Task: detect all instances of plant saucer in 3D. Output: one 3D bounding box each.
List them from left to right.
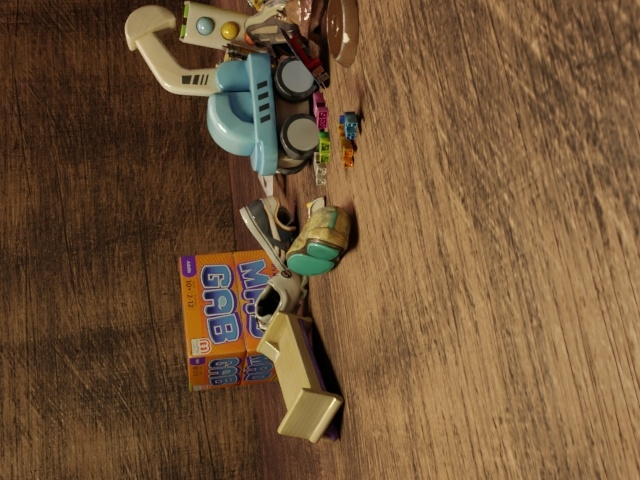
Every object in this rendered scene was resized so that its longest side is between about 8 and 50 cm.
[{"bbox_3d":[0.040,-0.433,1.383,0.168,0.029,0.168,175,90,-78],"label":"plant saucer"}]

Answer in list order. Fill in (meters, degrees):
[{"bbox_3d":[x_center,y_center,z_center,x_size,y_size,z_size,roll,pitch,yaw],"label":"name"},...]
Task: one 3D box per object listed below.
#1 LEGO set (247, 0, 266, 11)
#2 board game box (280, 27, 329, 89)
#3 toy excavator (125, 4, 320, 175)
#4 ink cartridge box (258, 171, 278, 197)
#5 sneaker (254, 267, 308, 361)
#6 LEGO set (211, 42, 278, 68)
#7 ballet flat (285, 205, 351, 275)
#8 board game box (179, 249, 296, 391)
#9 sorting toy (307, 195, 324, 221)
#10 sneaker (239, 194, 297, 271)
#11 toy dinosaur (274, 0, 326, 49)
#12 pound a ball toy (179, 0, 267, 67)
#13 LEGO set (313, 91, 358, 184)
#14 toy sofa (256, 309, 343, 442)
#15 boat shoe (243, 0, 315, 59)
[{"bbox_3d":[-0.187,-0.794,2.178,0.132,0.107,0.287,52,-178,-33],"label":"LEGO set"},{"bbox_3d":[-0.028,-0.423,1.564,0.169,0.033,0.133,47,-165,-34],"label":"board game box"},{"bbox_3d":[-0.242,-0.370,1.707,0.222,0.445,0.433,154,110,-76],"label":"toy excavator"},{"bbox_3d":[-0.156,-0.272,2.245,0.275,0.060,0.239,-118,26,-60],"label":"ink cartridge box"},{"bbox_3d":[-0.145,0.229,2.022,0.122,0.146,0.331,31,122,33],"label":"sneaker"},{"bbox_3d":[-0.260,-0.459,2.168,0.255,0.192,0.331,-100,29,-44],"label":"LEGO set"},{"bbox_3d":[0.000,0.000,1.579,0.348,0.123,0.123,131,133,-73],"label":"ballet flat"},{"bbox_3d":[-0.288,0.275,2.356,0.356,0.356,0.356,107,154,-60],"label":"board game box"},{"bbox_3d":[-0.007,-0.073,1.727,0.075,0.044,0.083,-66,-25,-76],"label":"sorting toy"},{"bbox_3d":[-0.123,-0.012,2.093,0.126,0.127,0.321,58,178,38],"label":"sneaker"},{"bbox_3d":[-0.023,-0.521,1.441,0.200,0.127,0.296,-122,23,-50],"label":"toy dinosaur"},{"bbox_3d":[-0.289,-0.636,2.223,0.136,0.319,0.208,-138,57,-61],"label":"pound a ball toy"},{"bbox_3d":[0.029,-0.221,1.401,0.227,0.087,0.093,93,169,-57],"label":"LEGO set"},{"bbox_3d":[-0.039,0.358,1.838,0.150,0.177,0.362,-62,25,21],"label":"toy sofa"},{"bbox_3d":[-0.105,-0.521,1.737,0.355,0.132,0.130,-163,55,-74],"label":"boat shoe"}]
